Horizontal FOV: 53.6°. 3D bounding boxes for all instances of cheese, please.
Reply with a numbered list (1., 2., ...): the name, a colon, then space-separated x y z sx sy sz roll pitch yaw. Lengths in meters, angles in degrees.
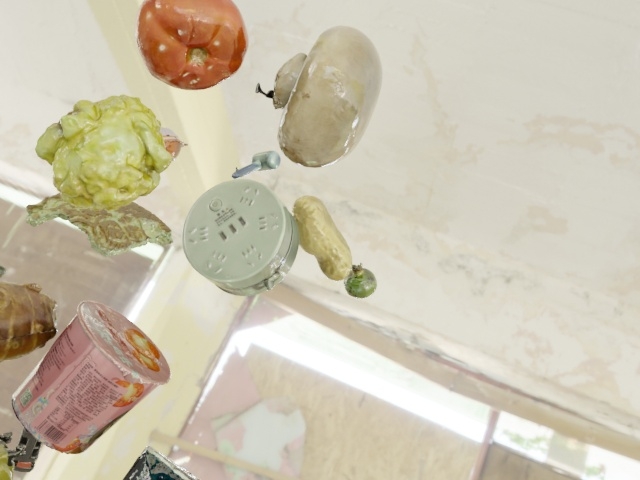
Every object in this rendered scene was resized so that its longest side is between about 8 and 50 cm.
1. cheese: -0.651 -0.353 2.361 0.329 0.129 0.217 -7 1 -41

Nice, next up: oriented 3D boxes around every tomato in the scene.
1. tomato: -0.291 -0.467 1.428 0.260 0.180 0.260 -16 -29 -9

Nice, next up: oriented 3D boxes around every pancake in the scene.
1. pancake: -0.544 -0.035 1.597 0.377 0.197 0.054 15 -45 -30

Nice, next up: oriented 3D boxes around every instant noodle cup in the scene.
1. instant noodle cup: -0.471 0.288 1.298 0.243 0.231 0.243 43 1 -1

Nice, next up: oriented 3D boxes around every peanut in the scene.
1. peanut: 0.000 0.000 2.083 0.147 0.147 0.318 -3 -59 50

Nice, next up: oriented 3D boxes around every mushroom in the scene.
1. mushroom: -0.007 -0.368 1.590 0.295 0.362 0.362 24 -22 4

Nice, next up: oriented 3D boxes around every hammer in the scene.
1. hammer: -0.234 -0.258 2.216 0.116 0.194 0.069 1 -65 46

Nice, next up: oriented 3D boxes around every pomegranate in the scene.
1. pomegranate: 0.138 0.136 2.239 0.122 0.122 0.161 12 -49 30

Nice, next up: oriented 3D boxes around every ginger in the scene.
1. ginger: -0.708 0.184 1.198 0.254 0.418 0.176 -36 -101 26

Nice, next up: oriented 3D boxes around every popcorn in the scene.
1. popcorn: -0.419 -0.175 1.263 0.255 0.256 0.195 22 -18 6

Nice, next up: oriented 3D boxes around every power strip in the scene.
1. power strip: -0.236 -0.002 1.934 0.358 0.357 0.161 17 -15 20

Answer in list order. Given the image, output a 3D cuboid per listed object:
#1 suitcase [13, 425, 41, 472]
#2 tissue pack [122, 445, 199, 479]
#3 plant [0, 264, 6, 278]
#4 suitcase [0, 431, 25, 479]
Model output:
1. suitcase: -0.808 0.507 1.813 0.066 0.206 0.285 18 -53 -22
2. tissue pack: -0.419 0.756 1.519 0.264 0.416 0.253 23 -25 26
3. plant: -0.795 0.056 1.344 0.146 0.149 0.274 37 3 -2
4. suitcase: -0.807 0.565 1.445 0.143 0.193 0.235 19 12 36
